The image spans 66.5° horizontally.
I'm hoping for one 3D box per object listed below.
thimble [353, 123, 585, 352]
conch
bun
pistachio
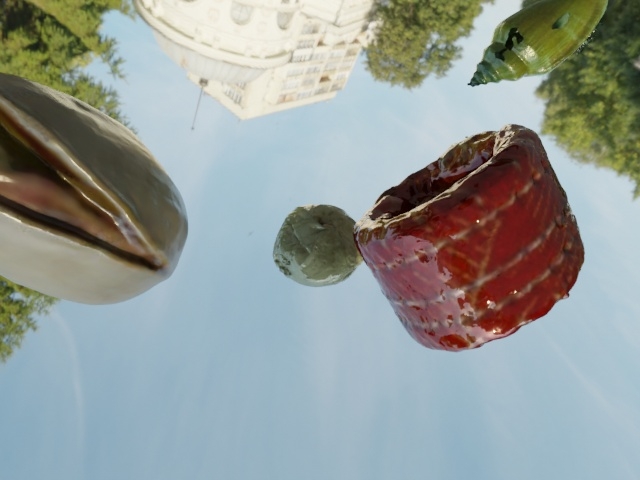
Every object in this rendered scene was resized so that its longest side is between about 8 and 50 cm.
[{"bbox_3d":[0.232,-0.010,0.790,0.231,0.350,0.350,57,-145,-11],"label":"thimble"},{"bbox_3d":[0.299,-0.279,0.686,0.095,0.200,0.080,61,-154,-22],"label":"conch"},{"bbox_3d":[0.000,0.000,1.102,0.220,0.134,0.221,-1,-135,1],"label":"bun"},{"bbox_3d":[-0.174,-0.025,0.345,0.144,0.144,0.215,43,176,21],"label":"pistachio"}]
